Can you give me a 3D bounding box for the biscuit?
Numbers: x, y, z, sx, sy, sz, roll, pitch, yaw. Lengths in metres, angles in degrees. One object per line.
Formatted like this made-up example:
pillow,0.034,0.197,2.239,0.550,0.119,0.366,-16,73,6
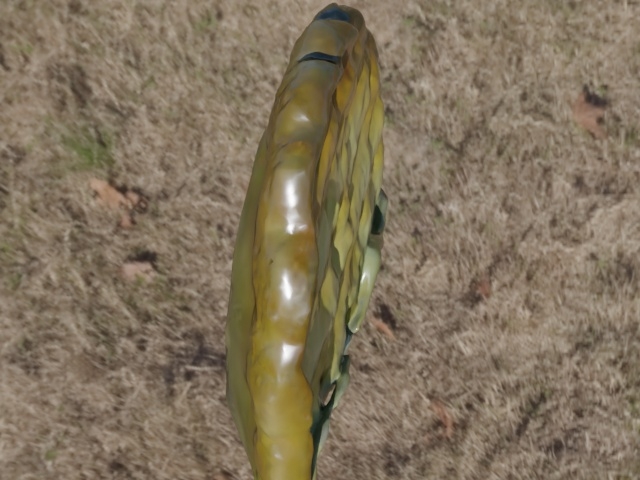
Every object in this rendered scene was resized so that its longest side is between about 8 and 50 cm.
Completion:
biscuit,0.000,0.000,0.649,0.078,0.335,0.329,9,100,10
